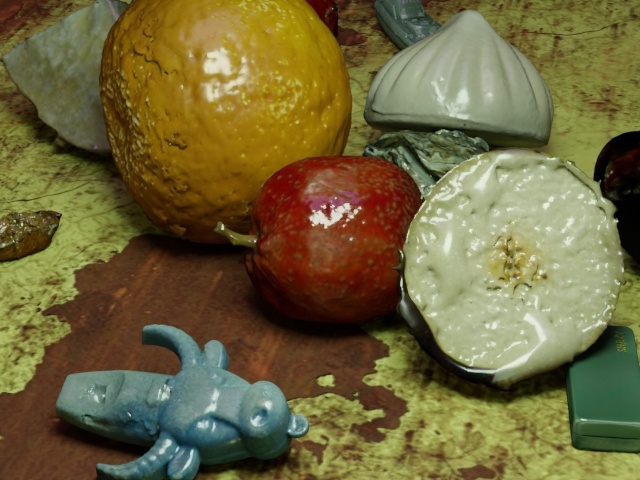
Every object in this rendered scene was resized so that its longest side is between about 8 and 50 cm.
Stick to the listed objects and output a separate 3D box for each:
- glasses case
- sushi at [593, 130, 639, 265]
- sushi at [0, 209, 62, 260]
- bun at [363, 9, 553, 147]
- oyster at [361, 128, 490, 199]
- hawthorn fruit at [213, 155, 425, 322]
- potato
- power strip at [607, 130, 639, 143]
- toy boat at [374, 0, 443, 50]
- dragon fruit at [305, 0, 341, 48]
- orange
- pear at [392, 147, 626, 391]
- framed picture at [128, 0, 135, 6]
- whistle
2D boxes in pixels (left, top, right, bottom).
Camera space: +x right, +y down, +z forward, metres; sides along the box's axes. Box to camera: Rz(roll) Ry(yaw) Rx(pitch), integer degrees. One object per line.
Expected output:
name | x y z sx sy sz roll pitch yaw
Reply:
glasses case | 0.303 0.155 1.625 0.077 0.039 0.184 3 30 4
sushi | 0.445 -0.077 1.821 0.227 0.215 0.212 -39 80 -23
sushi | -0.378 -0.011 1.884 0.061 0.060 0.118 30 42 33
bun | 0.192 -0.222 2.052 0.263 0.175 0.263 7 0 0
oyster | 0.172 -0.060 1.919 0.351 0.158 0.162 21 -7 44
hawthorn fruit | 0.000 0.000 1.733 0.253 0.205 0.205 -2 30 -15
potato | -0.295 -0.195 2.178 0.211 0.189 0.264 -31 67 14
power strip | 0.488 -0.105 2.008 0.278 0.109 0.037 -12 34 -20
toy boat | 0.158 -0.339 2.430 0.078 0.085 0.260 -9 31 -17
dragon fruit | -0.046 -0.342 2.376 0.200 0.198 0.269 41 8 2
orange | -0.114 -0.170 1.884 0.293 0.341 0.340 -13 33 -21
pear | 0.205 0.038 1.692 0.266 0.267 0.178 0 -8 0
framed picture | -0.203 -0.225 2.126 0.010 0.231 0.173 -31 25 20
whistle | -0.141 0.173 1.538 0.269 0.093 0.180 6 56 12
